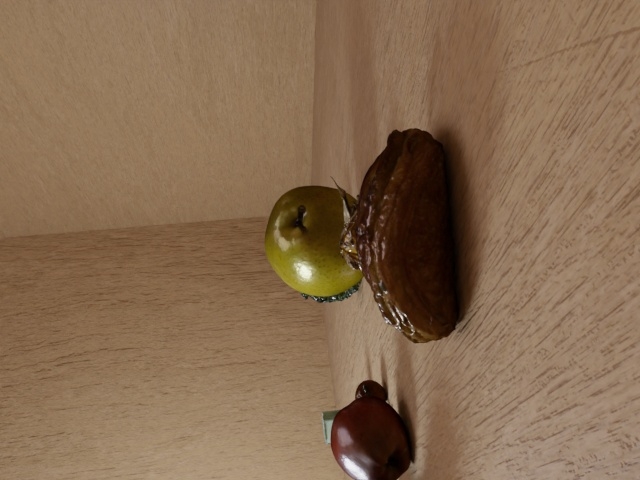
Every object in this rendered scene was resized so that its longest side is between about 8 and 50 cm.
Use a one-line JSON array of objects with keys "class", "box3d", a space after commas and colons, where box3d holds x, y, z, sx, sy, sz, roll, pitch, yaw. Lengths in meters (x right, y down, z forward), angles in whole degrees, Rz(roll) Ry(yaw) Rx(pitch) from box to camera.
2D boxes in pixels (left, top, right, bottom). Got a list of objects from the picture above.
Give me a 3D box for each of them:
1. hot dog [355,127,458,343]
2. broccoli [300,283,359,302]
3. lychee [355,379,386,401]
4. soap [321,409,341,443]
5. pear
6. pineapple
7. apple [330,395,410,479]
[{"class": "hot dog", "box3d": [0.149, -0.008, 0.990, 0.267, 0.174, 0.388, -142, 46, -86]}, {"class": "broccoli", "box3d": [0.030, 0.124, 2.120, 0.263, 0.246, 0.244, 10, 113, 66]}, {"class": "lychee", "box3d": [0.163, 0.507, 1.752, 0.140, 0.101, 0.115, 97, -175, -63]}, {"class": "soap", "box3d": [0.108, 0.687, 2.016, 0.063, 0.198, 0.115, -105, 9, -69]}, {"class": "pear", "box3d": [0.000, 0.000, 1.753, 0.418, 0.362, 0.363, 40, -142, -57]}, {"class": "pineapple", "box3d": [0.123, -0.034, 1.350, 0.161, 0.158, 0.335, 104, 161, -74]}, {"class": "apple", "box3d": [0.138, 0.549, 1.499, 0.234, 0.233, 0.234, 175, 90, -85]}]
